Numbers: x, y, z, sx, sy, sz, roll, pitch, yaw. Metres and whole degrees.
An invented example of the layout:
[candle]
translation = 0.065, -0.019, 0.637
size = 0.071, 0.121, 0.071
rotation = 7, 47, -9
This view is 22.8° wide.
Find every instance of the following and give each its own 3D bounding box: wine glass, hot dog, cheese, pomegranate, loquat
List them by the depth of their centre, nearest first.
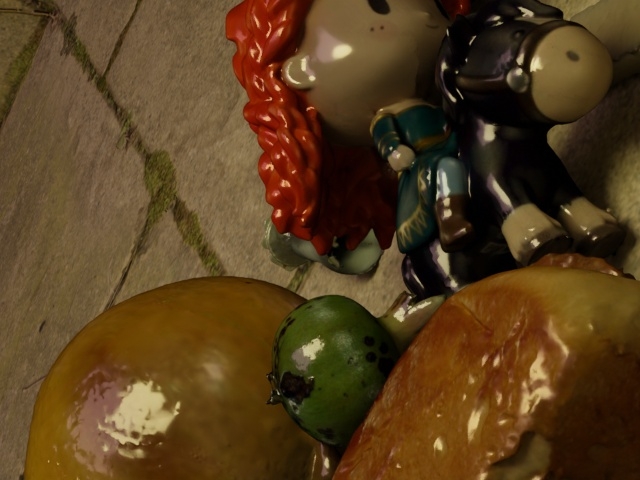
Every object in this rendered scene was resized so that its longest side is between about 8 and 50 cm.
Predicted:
[hot dog]
translation = 0.122, 0.182, 1.132
size = 0.405, 0.185, 0.223
rotation = -61, 28, 14
[pomegranate]
translation = 0.031, 0.090, 1.236
size = 0.161, 0.122, 0.122
rotation = -36, 28, -3
[cheese]
translation = 0.211, -0.152, 1.378
size = 0.400, 0.034, 0.085
rotation = -24, 53, 55
[loquat]
translation = -0.075, 0.196, 1.383
size = 0.359, 0.328, 0.329
rotation = 17, 85, 32
[wine glass]
translation = 0.000, 0.000, 1.640
size = 0.155, 0.072, 0.072
rotation = 4, 75, 64

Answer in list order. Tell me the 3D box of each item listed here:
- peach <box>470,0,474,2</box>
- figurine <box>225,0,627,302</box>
[peach]
translation = 0.067, -0.306, 1.571
size = 0.231, 0.231, 0.231
rotation = -43, 36, 42
[figurine]
translation = 0.086, -0.099, 1.332
size = 0.411, 0.241, 0.306
rotation = 32, 131, 49
